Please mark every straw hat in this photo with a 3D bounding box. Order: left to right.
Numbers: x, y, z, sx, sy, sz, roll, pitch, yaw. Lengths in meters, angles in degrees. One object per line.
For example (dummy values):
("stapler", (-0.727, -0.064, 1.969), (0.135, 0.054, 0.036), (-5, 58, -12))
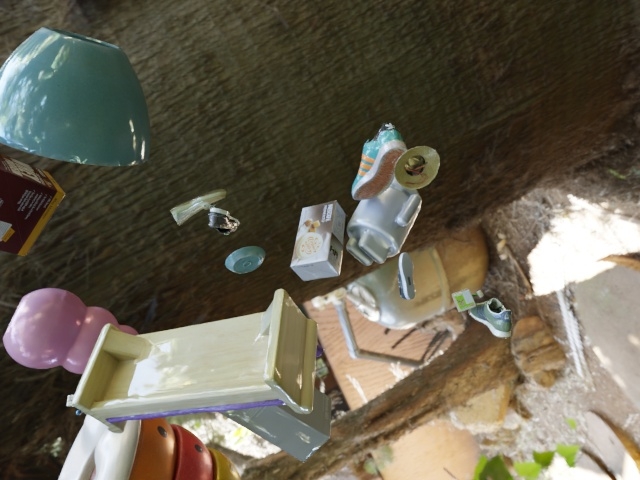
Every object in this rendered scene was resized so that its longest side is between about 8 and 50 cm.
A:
("straw hat", (0.266, -0.222, 1.411), (0.061, 0.145, 0.144), (-105, -1, -48))

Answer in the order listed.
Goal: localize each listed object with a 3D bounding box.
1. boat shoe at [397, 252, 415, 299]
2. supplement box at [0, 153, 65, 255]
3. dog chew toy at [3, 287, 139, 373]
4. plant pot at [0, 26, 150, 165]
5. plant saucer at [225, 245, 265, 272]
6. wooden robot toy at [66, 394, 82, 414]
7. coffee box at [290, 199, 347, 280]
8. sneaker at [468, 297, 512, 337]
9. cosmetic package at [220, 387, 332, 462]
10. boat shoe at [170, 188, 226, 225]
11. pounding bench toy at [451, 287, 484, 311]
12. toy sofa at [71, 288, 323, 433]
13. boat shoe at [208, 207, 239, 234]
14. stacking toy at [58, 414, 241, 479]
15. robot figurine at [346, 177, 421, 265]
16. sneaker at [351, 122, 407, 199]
("boat shoe", (0.250, 0.108, 1.477), (0.040, 0.049, 0.142), (-14, 79, 52))
("supplement box", (-0.763, -0.094, 1.165), (0.129, 0.191, 0.194), (37, -175, 34))
("dog chew toy", (-0.633, 0.257, 1.300), (0.332, 0.206, 0.206), (27, -168, -27))
("plant pot", (-0.456, -0.279, 0.924), (0.290, 0.290, 0.195), (-128, 51, -59))
("plant saucer", (-0.213, 0.061, 1.418), (0.119, 0.119, 0.021), (80, 167, -58))
("wooden robot toy", (-0.586, 0.439, 1.321), (0.173, 0.079, 0.076), (61, -156, -47))
("coffee box", (0.000, 0.000, 1.651), (0.098, 0.141, 0.246), (51, -141, -44))
("sneaker", (0.492, 0.201, 1.417), (0.192, 0.064, 0.086), (-124, 35, -71))
("cosmetic package", (-0.095, 0.349, 1.054), (0.238, 0.107, 0.127), (32, -159, -13))
("boat shoe", (-0.298, -0.085, 1.225), (0.056, 0.153, 0.048), (-80, -33, -73))
("pounding bench toy", (0.430, 0.167, 1.430), (0.052, 0.083, 0.065), (68, -167, 6))
("toy sofa", (-0.182, 0.214, 0.790), (0.177, 0.363, 0.150), (60, -155, -42))
("boat shoe", (-0.344, -0.058, 1.740), (0.228, 0.081, 0.068), (62, -141, -79))
("stacking toy", (-0.292, 0.546, 1.058), (0.480, 0.350, 0.350), (28, -168, -29))
("robot figurine", (0.223, -0.083, 1.722), (0.200, 0.353, 0.300), (42, 153, -24))
("sneaker", (0.177, -0.244, 1.556), (0.302, 0.108, 0.121), (125, 140, -54))
